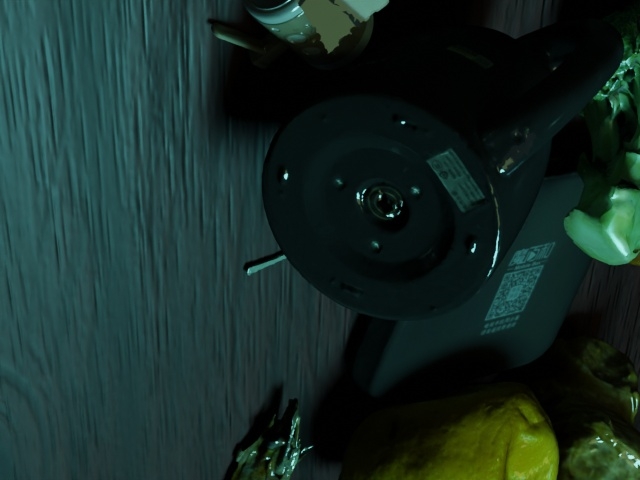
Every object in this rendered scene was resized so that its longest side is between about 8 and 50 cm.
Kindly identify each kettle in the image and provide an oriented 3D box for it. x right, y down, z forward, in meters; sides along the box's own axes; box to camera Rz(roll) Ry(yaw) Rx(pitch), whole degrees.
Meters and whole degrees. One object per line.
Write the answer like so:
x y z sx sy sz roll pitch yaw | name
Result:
0.128 -0.095 1.465 0.268 0.207 0.290 -22 -166 36 | kettle

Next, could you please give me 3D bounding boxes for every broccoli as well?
0.330 -0.102 1.668 0.270 0.270 0.270 -52 147 -13 | broccoli

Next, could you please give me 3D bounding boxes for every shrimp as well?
-0.031 0.293 1.814 0.169 0.058 0.296 11 121 -21 | shrimp

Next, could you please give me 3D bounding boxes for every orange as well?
0.129 0.251 1.829 0.249 0.249 0.183 -9 87 -42 | orange

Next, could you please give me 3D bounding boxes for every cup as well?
-0.024 -0.188 1.387 0.099 0.102 0.074 34 59 -54 | cup

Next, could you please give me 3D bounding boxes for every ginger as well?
0.266 0.290 1.987 0.152 0.357 0.274 28 124 -19 | ginger

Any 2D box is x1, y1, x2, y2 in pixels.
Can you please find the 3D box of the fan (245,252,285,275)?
0.000 0.000 1.639 0.175 0.005 0.113 -24 140 -32 | fan

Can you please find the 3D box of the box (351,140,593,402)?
0.179 0.031 1.804 0.290 0.073 0.289 -11 132 -41 | box

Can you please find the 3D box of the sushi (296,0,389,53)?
0.057 -0.349 1.173 0.320 0.069 0.339 -39 119 -11 | sushi

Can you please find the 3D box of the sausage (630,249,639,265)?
0.366 -0.009 1.923 0.076 0.076 0.197 -57 165 14 | sausage
